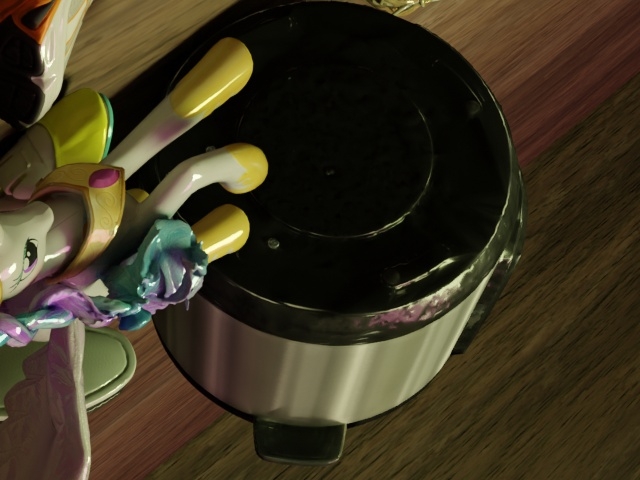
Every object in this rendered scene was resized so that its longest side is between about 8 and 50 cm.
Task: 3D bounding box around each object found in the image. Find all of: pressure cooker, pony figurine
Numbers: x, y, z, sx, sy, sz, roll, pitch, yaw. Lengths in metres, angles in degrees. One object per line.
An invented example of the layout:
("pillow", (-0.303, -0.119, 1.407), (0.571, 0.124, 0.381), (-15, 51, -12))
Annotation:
("pressure cooker", (-0.006, -0.002, 1.409), (0.370, 0.375, 0.420), (-39, 164, -22))
("pony figurine", (-0.207, 0.030, 0.996), (0.363, 0.303, 0.351), (-35, 167, -51))

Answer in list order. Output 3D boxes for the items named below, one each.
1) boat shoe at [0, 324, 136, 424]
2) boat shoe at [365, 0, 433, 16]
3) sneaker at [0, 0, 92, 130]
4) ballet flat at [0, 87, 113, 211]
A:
("boat shoe", (-0.331, 0.162, 1.336), (0.303, 0.114, 0.091), (-11, 145, -11))
("boat shoe", (0.094, -0.292, 1.425), (0.104, 0.089, 0.285), (-45, 169, 0))
("sneaker", (-0.175, -0.178, 0.908), (0.121, 0.099, 0.262), (-44, 173, -37))
("ballet flat", (-0.255, -0.041, 1.174), (0.077, 0.077, 0.231), (-9, 149, -42))
